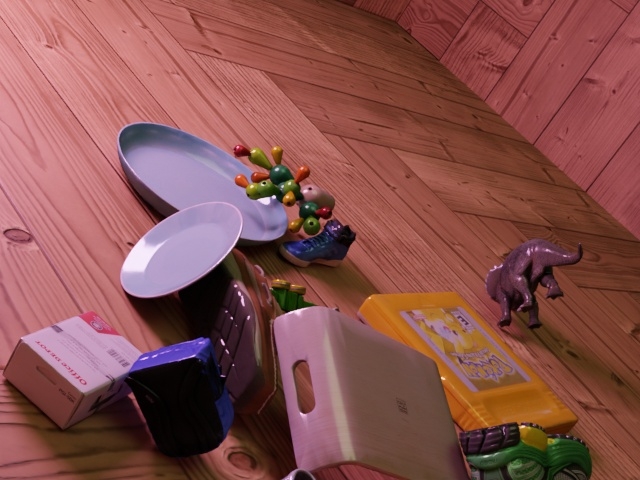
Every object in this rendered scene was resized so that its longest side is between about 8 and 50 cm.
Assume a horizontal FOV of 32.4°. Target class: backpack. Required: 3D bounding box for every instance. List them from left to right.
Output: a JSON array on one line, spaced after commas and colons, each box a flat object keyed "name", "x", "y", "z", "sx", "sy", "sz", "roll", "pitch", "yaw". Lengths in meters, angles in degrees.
[{"name": "backpack", "x": -0.147, "y": 0.177, "z": 1.248, "sx": 0.101, "sy": 0.098, "sz": 0.120, "roll": -54, "pitch": 128, "yaw": -68}]

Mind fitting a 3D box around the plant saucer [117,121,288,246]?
[{"name": "plant saucer", "x": -0.200, "y": -0.086, "z": 1.825, "sx": 0.318, "sy": 0.043, "sz": 0.317, "roll": 28, "pitch": 23, "yaw": -13}]

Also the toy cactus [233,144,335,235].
[{"name": "toy cactus", "x": -0.041, "y": -0.088, "z": 1.865, "sx": 0.219, "sy": 0.112, "sz": 0.180, "roll": 39, "pitch": 16, "yaw": 37}]

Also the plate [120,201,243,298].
[{"name": "plate", "x": -0.184, "y": 0.017, "z": 1.492, "sx": 0.024, "sy": 0.188, "sz": 0.188, "roll": 60, "pitch": 7, "yaw": -32}]

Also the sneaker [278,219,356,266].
[{"name": "sneaker", "x": 0.000, "y": -0.001, "z": 1.865, "sx": 0.152, "sy": 0.084, "sz": 0.058, "roll": 8, "pitch": 34, "yaw": -47}]

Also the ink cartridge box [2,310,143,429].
[{"name": "ink cartridge box", "x": -0.272, "y": 0.142, "z": 1.234, "sx": 0.099, "sy": 0.056, "sz": 0.135, "roll": 39, "pitch": 22, "yaw": 13}]

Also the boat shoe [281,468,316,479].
[{"name": "boat shoe", "x": -0.010, "y": 0.334, "z": 1.166, "sx": 0.079, "sy": 0.081, "sz": 0.227, "roll": 21, "pitch": 25, "yaw": -30}]

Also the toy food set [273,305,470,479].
[{"name": "toy food set", "x": 0.071, "y": 0.232, "z": 1.420, "sx": 0.306, "sy": 0.092, "sz": 0.219, "roll": 29, "pitch": 37, "yaw": -41}]

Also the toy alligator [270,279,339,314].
[{"name": "toy alligator", "x": -0.043, "y": 0.098, "z": 1.659, "sx": 0.051, "sy": 0.056, "sz": 0.190, "roll": -1, "pitch": -14, "yaw": 37}]

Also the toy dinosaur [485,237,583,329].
[{"name": "toy dinosaur", "x": 0.392, "y": 0.069, "z": 2.111, "sx": 0.121, "sy": 0.313, "sz": 0.160, "roll": -1, "pitch": 57, "yaw": -13}]

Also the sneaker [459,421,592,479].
[{"name": "sneaker", "x": 0.283, "y": 0.341, "z": 1.509, "sx": 0.343, "sy": 0.134, "sz": 0.146, "roll": 25, "pitch": 56, "yaw": -56}]

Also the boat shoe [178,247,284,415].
[{"name": "boat shoe", "x": -0.099, "y": 0.107, "z": 1.467, "sx": 0.120, "sy": 0.122, "sz": 0.324, "roll": 25, "pitch": 24, "yaw": -29}]

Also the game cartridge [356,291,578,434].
[{"name": "game cartridge", "x": 0.249, "y": 0.208, "z": 1.826, "sx": 0.323, "sy": 0.052, "sz": 0.285, "roll": 45, "pitch": 25, "yaw": 29}]
